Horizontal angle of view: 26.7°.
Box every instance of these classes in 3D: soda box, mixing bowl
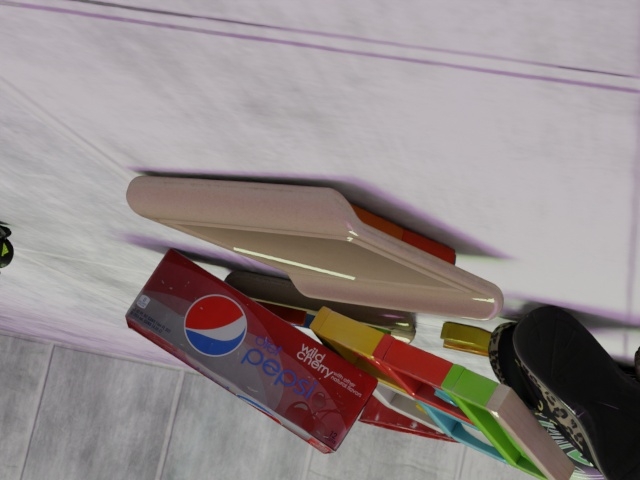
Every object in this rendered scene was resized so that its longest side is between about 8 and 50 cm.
[{"bbox_3d":[-0.074,0.119,1.434,0.263,0.092,0.083,33,166,2],"label":"soda box"},{"bbox_3d":[0.161,0.281,2.315,0.181,0.098,0.181,12,170,2],"label":"mixing bowl"}]

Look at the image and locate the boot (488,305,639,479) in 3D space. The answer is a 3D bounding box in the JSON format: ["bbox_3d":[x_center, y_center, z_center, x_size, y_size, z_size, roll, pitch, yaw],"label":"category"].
[{"bbox_3d":[0.258,0.164,1.315,0.236,0.085,0.178,51,173,0],"label":"boot"}]

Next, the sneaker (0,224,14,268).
[{"bbox_3d":[-0.376,0.004,1.492,0.074,0.063,0.170,14,175,-9],"label":"sneaker"}]

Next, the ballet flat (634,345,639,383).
[{"bbox_3d":[0.391,0.146,1.329,0.250,0.084,0.058,20,-164,-35],"label":"ballet flat"}]

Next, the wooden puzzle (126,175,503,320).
[{"bbox_3d":[0.000,0.000,1.057,0.221,0.044,0.238,5,164,39],"label":"wooden puzzle"}]

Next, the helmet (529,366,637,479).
[{"bbox_3d":[0.322,0.221,1.563,0.161,0.169,0.169,-1,175,-19],"label":"helmet"}]

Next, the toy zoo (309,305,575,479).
[{"bbox_3d":[0.109,0.155,1.407,0.293,0.030,0.192,21,161,40],"label":"toy zoo"}]

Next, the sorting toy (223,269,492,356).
[{"bbox_3d":[0.049,0.098,1.549,0.307,0.041,0.229,11,171,6],"label":"sorting toy"}]
